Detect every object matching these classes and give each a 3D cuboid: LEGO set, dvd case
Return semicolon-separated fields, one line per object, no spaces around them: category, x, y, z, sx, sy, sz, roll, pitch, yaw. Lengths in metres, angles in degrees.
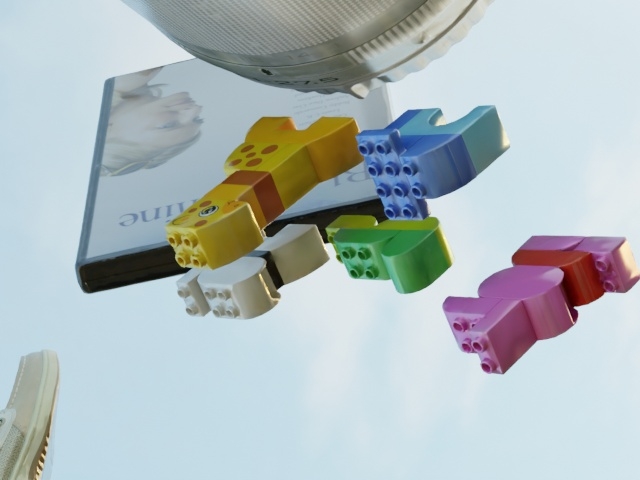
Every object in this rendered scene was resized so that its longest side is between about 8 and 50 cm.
LEGO set;0.000;0.000;0.722;0.093;0.227;0.087;-40;-63;-35
dvd case;-0.045;-0.056;1.038;0.180;0.253;0.022;-12;-61;4

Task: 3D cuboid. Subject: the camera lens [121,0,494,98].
camera lens;-0.032;-0.202;0.846;0.219;0.219;0.274;-50;-24;4

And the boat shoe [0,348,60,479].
boat shoe;-0.307;0.213;1.686;0.098;0.302;0.109;8;-48;-3
